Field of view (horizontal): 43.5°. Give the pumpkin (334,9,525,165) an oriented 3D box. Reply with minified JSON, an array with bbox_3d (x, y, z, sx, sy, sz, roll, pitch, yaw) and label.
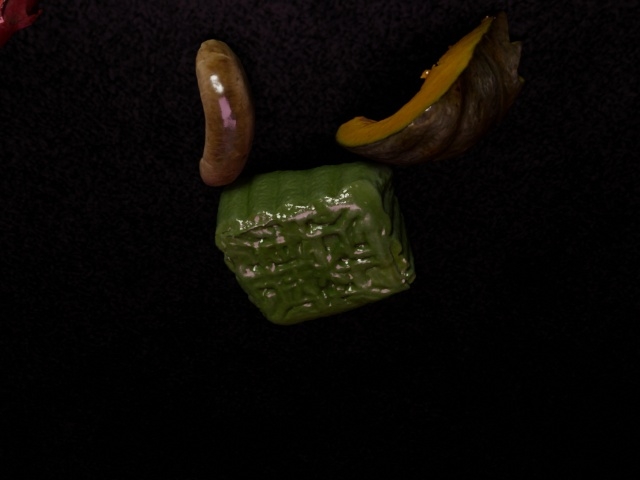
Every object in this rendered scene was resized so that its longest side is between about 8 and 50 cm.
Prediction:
[{"bbox_3d":[0.150,-0.137,0.971,0.254,0.149,0.130,-32,118,23],"label":"pumpkin"}]

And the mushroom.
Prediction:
[{"bbox_3d":[-0.117,-0.139,0.996,0.072,0.094,0.210,4,128,-2],"label":"mushroom"}]

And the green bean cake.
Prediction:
[{"bbox_3d":[0.000,0.000,1.099,0.248,0.125,0.222,-17,130,13],"label":"green bean cake"}]

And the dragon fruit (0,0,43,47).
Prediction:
[{"bbox_3d":[-0.338,-0.313,0.782,0.163,0.262,0.189,-34,177,-15],"label":"dragon fruit"}]
